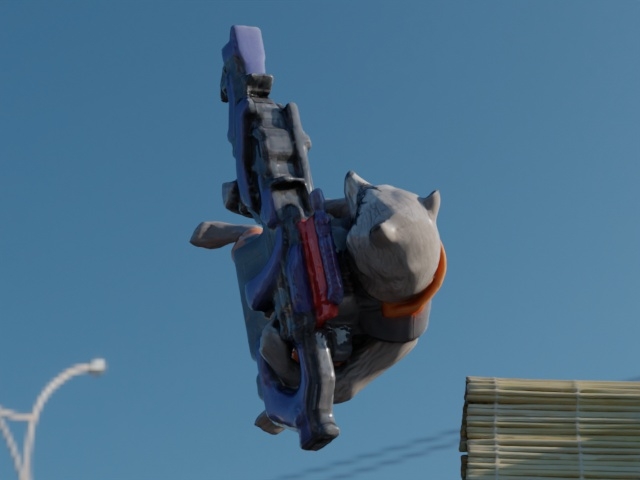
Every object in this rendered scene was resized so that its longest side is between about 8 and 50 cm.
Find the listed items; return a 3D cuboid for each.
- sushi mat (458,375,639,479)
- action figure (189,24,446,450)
[{"bbox_3d":[0.268,0.170,1.128,0.317,0.151,0.019,1,-42,2],"label":"sushi mat"},{"bbox_3d":[0.000,0.000,1.176,0.179,0.341,0.330,-4,-9,-24],"label":"action figure"}]
